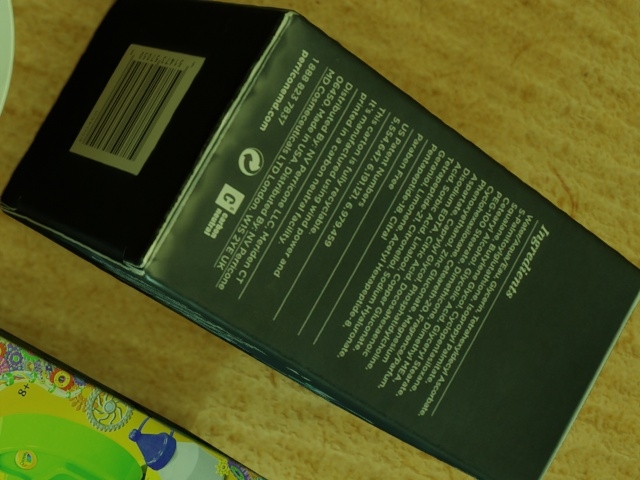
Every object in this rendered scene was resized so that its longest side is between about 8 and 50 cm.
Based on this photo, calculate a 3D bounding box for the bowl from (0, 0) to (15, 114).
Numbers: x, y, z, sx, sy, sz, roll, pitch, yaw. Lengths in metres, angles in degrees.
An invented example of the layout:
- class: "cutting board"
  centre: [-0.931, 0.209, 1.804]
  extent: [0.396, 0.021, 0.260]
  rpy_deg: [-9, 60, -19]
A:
- class: "bowl"
  centre: [-0.375, -0.146, 1.129]
  extent: [0.297, 0.134, 0.298]
  rpy_deg: [-6, 102, -30]

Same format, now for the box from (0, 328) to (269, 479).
- class: "box"
  centre: [-0.239, 0.240, 1.258]
  extent: [0.279, 0.177, 0.290]
  rpy_deg: [32, 83, -30]

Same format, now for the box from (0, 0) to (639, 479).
- class: "box"
  centre: [0.000, 0.000, 1.282]
  extent: [0.395, 0.293, 0.212]
  rpy_deg: [32, 83, -30]
